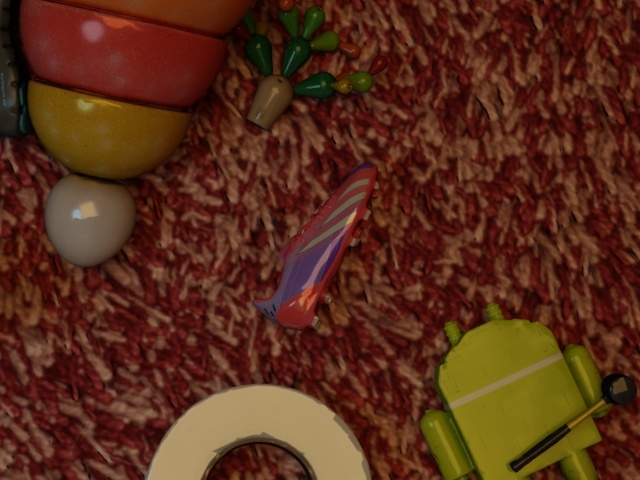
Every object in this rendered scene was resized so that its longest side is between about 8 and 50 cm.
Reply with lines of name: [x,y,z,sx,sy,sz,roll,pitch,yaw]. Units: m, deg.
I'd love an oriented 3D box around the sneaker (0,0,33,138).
sneaker: [-0.462,-0.298,1.789,0.139,0.125,0.341,-6,78,0]

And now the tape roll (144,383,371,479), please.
tape roll: [-0.079,0.323,1.711,0.286,0.100,0.286,1,80,-4]

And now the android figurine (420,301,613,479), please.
android figurine: [0.252,0.216,1.774,0.248,0.056,0.273,-26,83,-8]

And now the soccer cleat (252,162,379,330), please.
soccer cleat: [0.000,0.000,1.789,0.095,0.083,0.248,24,82,6]

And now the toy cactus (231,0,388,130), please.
toy cactus: [-0.037,-0.232,1.824,0.219,0.112,0.180,29,89,-7]

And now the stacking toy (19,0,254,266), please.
stacking toy: [-0.269,-0.203,1.733,0.350,0.350,0.480,15,96,-1]

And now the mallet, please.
mallet: [0.320,0.232,1.719,0.189,0.062,0.039,-36,87,-8]
